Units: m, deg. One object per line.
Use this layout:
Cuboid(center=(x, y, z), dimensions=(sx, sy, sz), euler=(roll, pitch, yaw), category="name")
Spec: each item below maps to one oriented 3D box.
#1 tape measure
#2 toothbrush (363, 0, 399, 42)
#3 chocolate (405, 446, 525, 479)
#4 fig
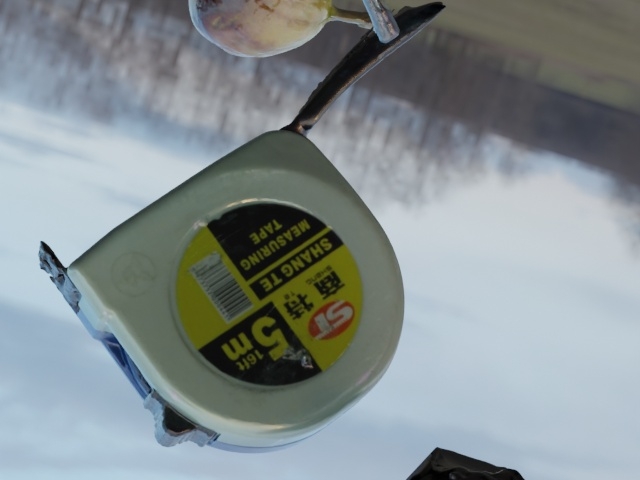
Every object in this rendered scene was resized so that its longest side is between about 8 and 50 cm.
Cuboid(center=(0.000, 0.000, 1.326), dimensions=(0.215, 0.351, 0.098), euler=(53, 164, 5), category="tape measure")
Cuboid(center=(-0.001, -0.229, 1.233), dimensions=(0.019, 0.219, 0.016), euler=(-25, -163, 8), category="toothbrush")
Cuboid(center=(0.144, 0.230, 1.123), dimensions=(0.177, 0.206, 0.224), euler=(-23, -167, 47), category="chocolate")
Cuboid(center=(-0.027, -0.251, 1.971), dimensions=(0.231, 0.160, 0.143), euler=(29, -165, -13), category="fig")
